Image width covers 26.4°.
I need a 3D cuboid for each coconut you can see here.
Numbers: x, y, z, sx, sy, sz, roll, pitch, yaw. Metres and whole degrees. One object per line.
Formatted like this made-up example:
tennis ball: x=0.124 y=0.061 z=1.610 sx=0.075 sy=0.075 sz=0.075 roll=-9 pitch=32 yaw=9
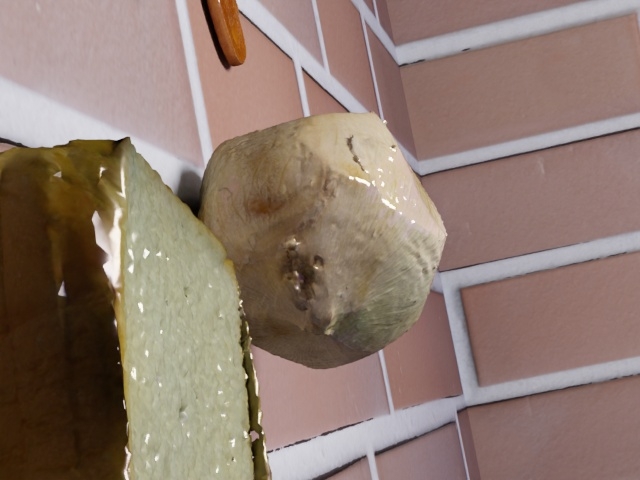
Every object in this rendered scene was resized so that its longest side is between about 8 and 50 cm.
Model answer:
coconut: x=-0.003 y=0.001 z=0.977 sx=0.194 sy=0.194 sz=0.194 roll=-12 pitch=90 yaw=-79

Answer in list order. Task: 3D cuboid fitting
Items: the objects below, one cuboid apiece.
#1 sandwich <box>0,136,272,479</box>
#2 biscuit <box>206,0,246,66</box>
sandwich: x=-0.089 y=0.096 z=0.648 sx=0.226 sy=0.087 sz=0.251 roll=58 pitch=20 yaw=-65
biscuit: x=-0.084 y=-0.197 z=1.192 sx=0.078 sy=0.015 sz=0.091 roll=-80 pitch=156 yaw=-67
